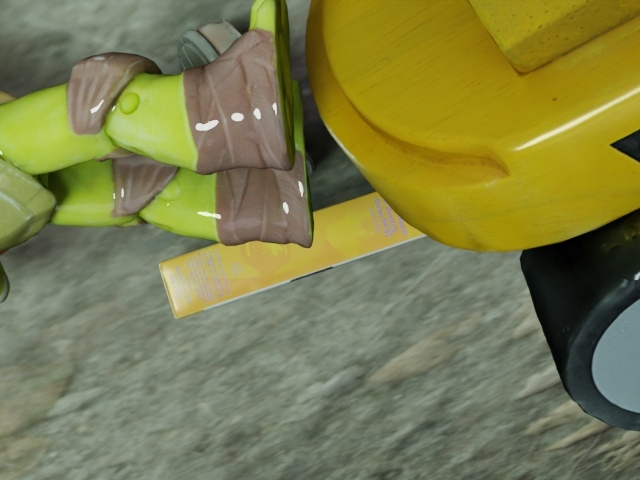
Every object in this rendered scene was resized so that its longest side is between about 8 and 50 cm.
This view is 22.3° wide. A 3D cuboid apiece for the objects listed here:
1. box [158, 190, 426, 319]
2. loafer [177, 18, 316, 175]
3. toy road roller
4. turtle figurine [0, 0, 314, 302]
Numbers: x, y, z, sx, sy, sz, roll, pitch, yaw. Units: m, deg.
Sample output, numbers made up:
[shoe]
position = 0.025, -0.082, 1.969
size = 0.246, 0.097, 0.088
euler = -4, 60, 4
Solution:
[box]
position = 0.000, 0.000, 0.696
size = 0.136, 0.028, 0.081
euler = -20, 180, -3
[loafer]
position = -0.026, -0.051, 0.635
size = 0.039, 0.045, 0.125
euler = -32, 156, -11
[toy road roller]
position = 0.145, -0.113, 0.494
size = 0.329, 0.202, 0.240
euler = -28, 135, 15
[turtle figurine]
position = -0.116, -0.033, 0.525
size = 0.217, 0.087, 0.269
euler = -4, 144, 4
